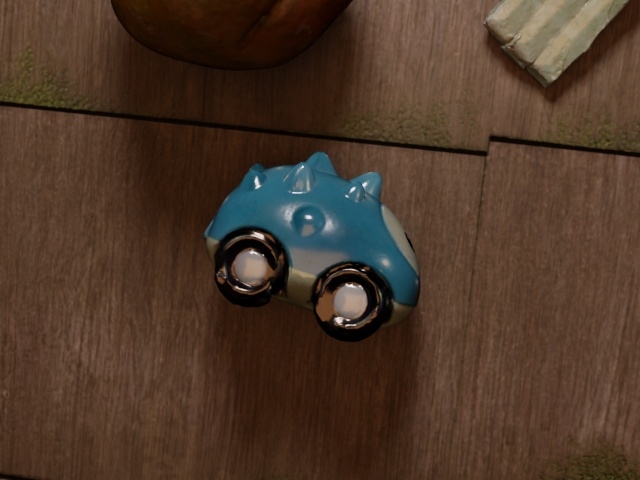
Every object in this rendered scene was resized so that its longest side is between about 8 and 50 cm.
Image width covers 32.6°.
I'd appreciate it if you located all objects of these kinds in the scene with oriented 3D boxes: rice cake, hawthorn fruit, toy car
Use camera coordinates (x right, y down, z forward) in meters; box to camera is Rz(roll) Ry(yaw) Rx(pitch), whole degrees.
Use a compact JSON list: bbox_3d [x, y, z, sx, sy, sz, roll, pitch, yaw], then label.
[{"bbox_3d":[0.288,-0.286,1.233,0.124,0.038,0.211,44,107,-6],"label":"rice cake"},{"bbox_3d":[-0.081,-0.313,1.181,0.267,0.301,0.268,-16,68,44],"label":"hawthorn fruit"},{"bbox_3d":[0.000,0.000,1.240,0.255,0.188,0.190,21,92,6],"label":"toy car"}]
